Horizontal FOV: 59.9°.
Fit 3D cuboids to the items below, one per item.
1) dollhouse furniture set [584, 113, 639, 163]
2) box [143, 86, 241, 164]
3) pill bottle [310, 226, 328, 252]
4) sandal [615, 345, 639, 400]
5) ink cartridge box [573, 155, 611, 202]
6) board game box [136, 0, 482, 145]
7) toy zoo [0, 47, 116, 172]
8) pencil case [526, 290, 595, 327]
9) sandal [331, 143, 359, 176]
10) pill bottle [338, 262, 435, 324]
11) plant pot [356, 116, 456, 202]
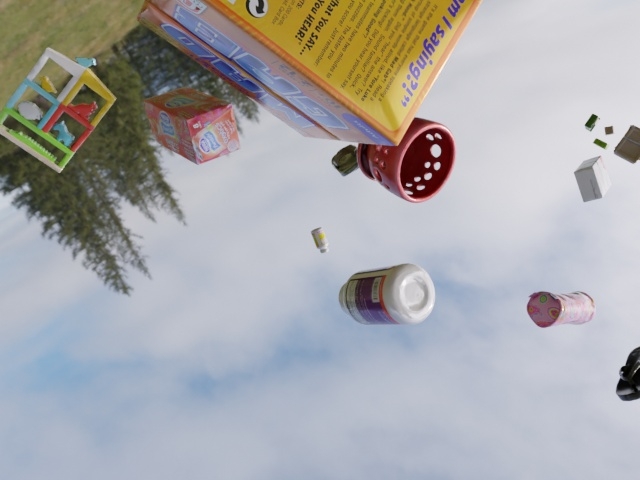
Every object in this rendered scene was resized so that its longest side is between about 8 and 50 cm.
[{"bbox_3d":[0.702,-0.244,1.315,0.058,0.152,0.076,-6,128,-59],"label":"dollhouse furniture set"},{"bbox_3d":[-0.326,-0.295,1.401,0.128,0.122,0.257,-28,-143,-28],"label":"box"},{"bbox_3d":[0.000,0.000,1.885,0.043,0.083,0.043,-20,-170,4],"label":"pill bottle"},{"bbox_3d":[0.891,0.371,1.585,0.097,0.054,0.254,-38,180,41],"label":"sandal"},{"bbox_3d":[0.883,-0.200,1.801,0.063,0.109,0.150,-16,-170,41],"label":"ink cartridge box"},{"bbox_3d":[-0.010,-0.392,0.825,0.356,0.356,0.356,-59,-155,-1],"label":"board game box"},{"bbox_3d":[-0.656,-0.340,1.397,0.293,0.192,0.030,-48,-156,10],"label":"toy zoo"},{"bbox_3d":[0.787,0.220,1.813,0.284,0.124,0.124,6,175,-41],"label":"pencil case"},{"bbox_3d":[0.093,-0.303,2.026,0.120,0.086,0.303,-33,-159,-8],"label":"sandal"},{"bbox_3d":[0.192,0.173,1.729,0.181,0.181,0.323,-41,-167,-27],"label":"pill bottle"},{"bbox_3d":[0.197,-0.205,1.314,0.191,0.191,0.174,-36,-139,-15],"label":"plant pot"}]
